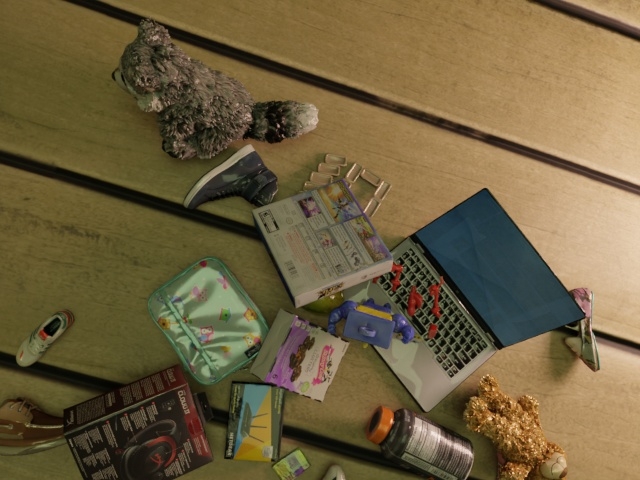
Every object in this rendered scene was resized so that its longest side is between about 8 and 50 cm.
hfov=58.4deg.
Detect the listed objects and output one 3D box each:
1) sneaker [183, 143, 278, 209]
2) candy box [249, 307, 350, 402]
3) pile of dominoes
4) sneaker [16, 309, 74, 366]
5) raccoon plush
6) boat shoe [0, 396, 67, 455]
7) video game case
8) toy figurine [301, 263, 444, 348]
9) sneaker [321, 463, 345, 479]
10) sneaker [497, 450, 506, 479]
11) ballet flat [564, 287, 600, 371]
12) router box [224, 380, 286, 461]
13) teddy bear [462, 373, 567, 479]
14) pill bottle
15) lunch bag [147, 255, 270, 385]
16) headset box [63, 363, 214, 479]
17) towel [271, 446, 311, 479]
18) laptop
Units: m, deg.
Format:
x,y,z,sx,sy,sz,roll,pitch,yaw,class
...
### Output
x,y,z,sx,sy,sz,roll,pitch,yaw,class
-0.209,-0.111,1.410,0.226,0.086,0.163,-40,88,-11,sneaker
-0.045,0.275,1.360,0.196,0.070,0.164,32,79,-38,candy box
0.039,-0.096,1.480,0.196,0.040,0.251,34,73,0,pile of dominoes
-0.646,0.225,1.322,0.057,0.075,0.161,44,80,-2,sneaker
-0.232,-0.364,1.299,0.447,0.299,0.216,-14,68,-7,raccoon plush
-0.686,0.412,1.280,0.325,0.123,0.116,-2,82,-11,boat shoe
0.000,0.000,1.347,0.244,0.061,0.269,-21,57,-12,video game case
0.098,0.151,1.316,0.363,0.217,0.191,17,106,9,toy figurine
-0.043,0.634,1.360,0.153,0.094,0.235,22,92,-14,sneaker
0.468,0.606,1.458,0.070,0.051,0.134,-24,87,-7,sneaker
0.687,0.236,1.519,0.079,0.077,0.221,-3,80,10,ballet flat
-0.158,0.436,1.387,0.133,0.046,0.178,6,84,-8,router box
0.491,0.486,1.416,0.245,0.113,0.338,-20,75,-47,teddy bear
0.236,0.494,1.396,0.246,0.130,0.130,28,82,-4,pill bottle
-0.262,0.195,1.363,0.224,0.108,0.279,-34,90,-10,lunch bag
-0.384,0.428,1.273,0.293,0.110,0.218,-20,111,-18,headset box
-0.072,0.555,1.407,0.083,0.009,0.060,-34,89,-10,towel
0.321,0.160,1.385,0.408,0.236,0.382,-38,90,-10,laptop
